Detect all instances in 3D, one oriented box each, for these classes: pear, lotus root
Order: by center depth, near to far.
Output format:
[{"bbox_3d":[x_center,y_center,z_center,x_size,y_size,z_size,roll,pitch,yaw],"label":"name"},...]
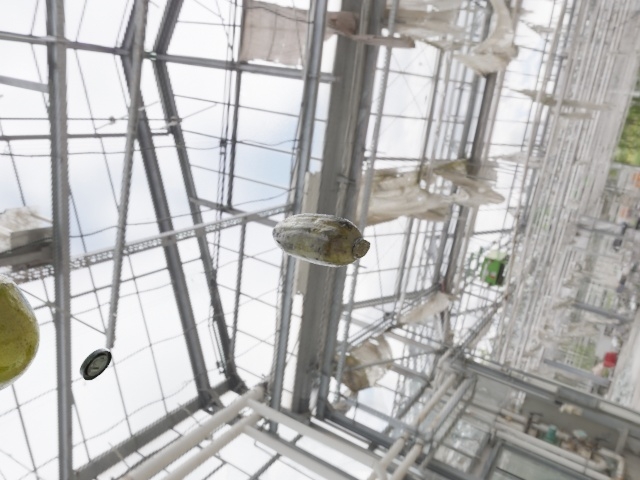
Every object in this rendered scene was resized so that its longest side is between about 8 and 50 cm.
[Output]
[{"bbox_3d":[0.000,0.000,0.887,0.089,0.179,0.081,-53,-38,-41],"label":"lotus root"},{"bbox_3d":[-0.779,0.213,1.163,0.294,0.294,0.294,-37,-45,-48],"label":"pear"}]

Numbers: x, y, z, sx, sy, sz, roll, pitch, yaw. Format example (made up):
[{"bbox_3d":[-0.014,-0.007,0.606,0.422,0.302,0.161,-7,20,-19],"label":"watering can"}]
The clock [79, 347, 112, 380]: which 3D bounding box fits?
[{"bbox_3d":[-0.543,0.299,1.264,0.085,0.017,0.085,-50,-22,-28],"label":"clock"}]
